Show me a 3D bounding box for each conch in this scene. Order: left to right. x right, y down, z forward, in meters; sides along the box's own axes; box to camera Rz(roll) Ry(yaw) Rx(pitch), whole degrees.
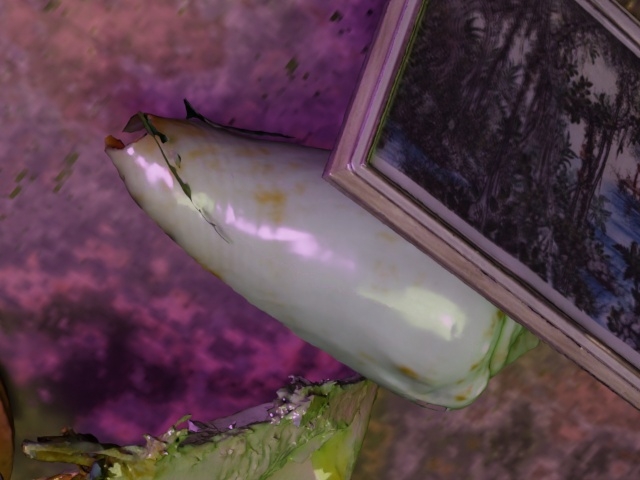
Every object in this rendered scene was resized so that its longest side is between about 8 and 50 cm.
[{"bbox_3d":[0.000,0.000,0.685,0.170,0.106,0.079,28,75,-10],"label":"conch"}]

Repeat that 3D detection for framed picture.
[{"bbox_3d":[0.089,-0.031,0.676,0.183,0.142,0.011,36,147,-27],"label":"framed picture"}]

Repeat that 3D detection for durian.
[{"bbox_3d":[-0.046,0.085,0.674,0.215,0.086,0.100,-11,133,-60],"label":"durian"}]

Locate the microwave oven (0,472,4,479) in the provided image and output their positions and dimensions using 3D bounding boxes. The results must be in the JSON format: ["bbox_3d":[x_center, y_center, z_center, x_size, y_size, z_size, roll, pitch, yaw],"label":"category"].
[{"bbox_3d":[-0.313,0.219,0.547,0.247,0.333,0.394,31,108,-11],"label":"microwave oven"}]

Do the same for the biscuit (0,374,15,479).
[{"bbox_3d":[-0.195,0.115,0.716,0.184,0.035,0.249,12,112,-21],"label":"biscuit"}]
